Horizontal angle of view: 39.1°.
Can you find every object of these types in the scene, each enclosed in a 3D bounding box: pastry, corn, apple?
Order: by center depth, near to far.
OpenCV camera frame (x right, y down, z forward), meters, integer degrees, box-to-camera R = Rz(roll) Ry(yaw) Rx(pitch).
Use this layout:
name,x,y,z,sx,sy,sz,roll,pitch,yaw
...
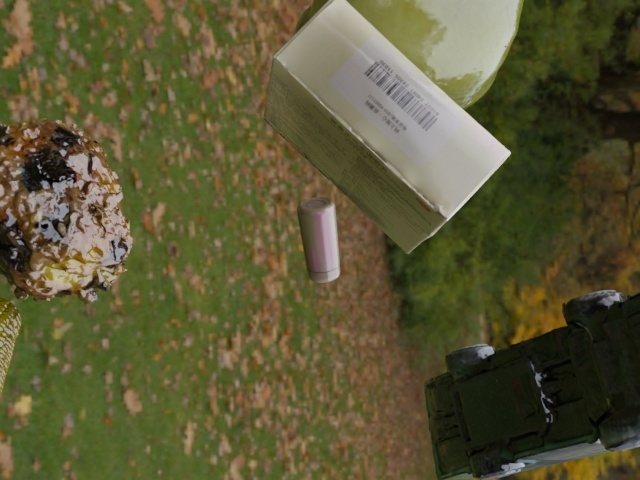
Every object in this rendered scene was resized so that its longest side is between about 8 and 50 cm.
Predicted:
name,x,y,z,sx,sy,sz,roll,pitch,yaw
apple,0.103,-0.280,1.075,0.292,0.254,0.292,-170,-90,-87
corn,-0.652,0.258,1.697,0.363,0.120,0.120,-89,168,-47
pastry,-0.567,-0.072,1.812,0.337,0.292,0.405,5,51,-41

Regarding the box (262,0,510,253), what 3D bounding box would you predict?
name,x,y,z,sx,sy,sz,roll,pitch,yaw
box,0.053,-0.103,0.856,0.212,0.095,0.168,44,-11,3

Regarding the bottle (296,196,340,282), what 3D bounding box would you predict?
name,x,y,z,sx,sy,sz,roll,pitch,yaw
bottle,0.000,0.000,1.056,0.045,0.045,0.096,-71,156,-62

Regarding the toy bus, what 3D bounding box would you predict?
name,x,y,z,sx,sy,sz,roll,pitch,yaw
toy bus,0.162,0.096,0.570,0.261,0.109,0.091,-35,-124,55
